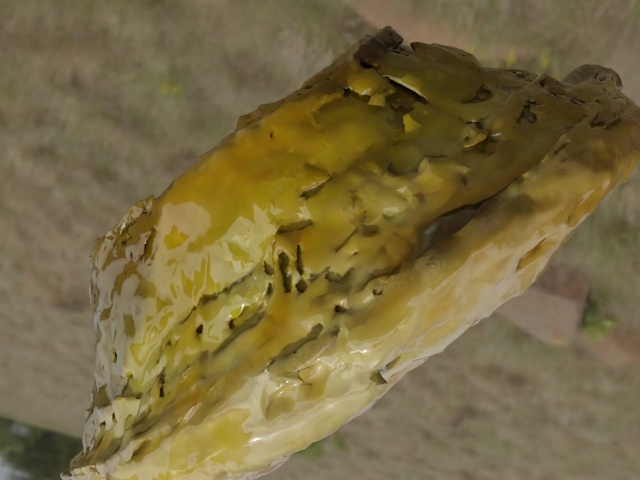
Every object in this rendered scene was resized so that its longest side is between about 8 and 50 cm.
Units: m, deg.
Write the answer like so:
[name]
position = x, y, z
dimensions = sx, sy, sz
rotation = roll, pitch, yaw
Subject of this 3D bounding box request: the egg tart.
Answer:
[egg tart]
position = -0.003, 0.003, 0.646
dimensions = 0.129, 0.341, 0.341
rotation = 51, 164, 0
